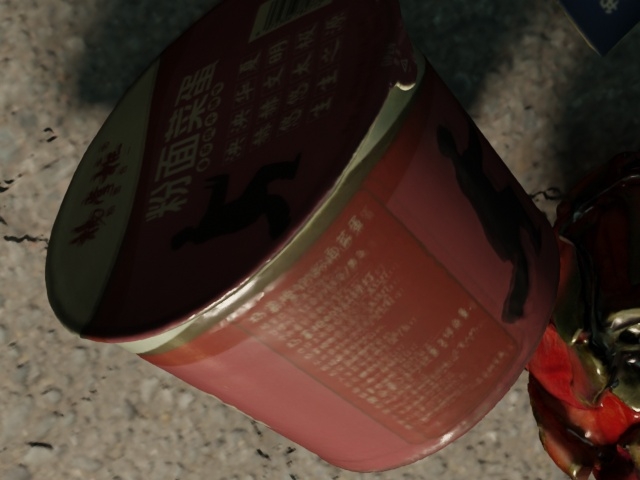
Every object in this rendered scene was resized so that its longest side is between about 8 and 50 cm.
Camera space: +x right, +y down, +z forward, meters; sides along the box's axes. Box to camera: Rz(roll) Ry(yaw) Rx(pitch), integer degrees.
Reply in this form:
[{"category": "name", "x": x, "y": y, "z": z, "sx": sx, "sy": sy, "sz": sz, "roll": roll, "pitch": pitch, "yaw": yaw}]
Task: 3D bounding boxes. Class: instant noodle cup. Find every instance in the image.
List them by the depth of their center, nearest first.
[{"category": "instant noodle cup", "x": 0.000, "y": 0.000, "z": 1.019, "sx": 0.235, "sy": 0.235, "sz": 0.178, "roll": -46, "pitch": 121, "yaw": 4}]

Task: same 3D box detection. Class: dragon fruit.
[{"category": "dragon fruit", "x": 0.194, "y": 0.048, "z": 1.076, "sx": 0.193, "sy": 0.274, "sz": 0.192, "roll": 39, "pitch": 106, "yaw": 22}]

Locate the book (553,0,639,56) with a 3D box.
[{"category": "book", "x": 0.137, "y": -0.283, "z": 1.040, "sx": 0.228, "sy": 0.018, "sz": 0.322, "roll": -45, "pitch": 117, "yaw": -1}]
